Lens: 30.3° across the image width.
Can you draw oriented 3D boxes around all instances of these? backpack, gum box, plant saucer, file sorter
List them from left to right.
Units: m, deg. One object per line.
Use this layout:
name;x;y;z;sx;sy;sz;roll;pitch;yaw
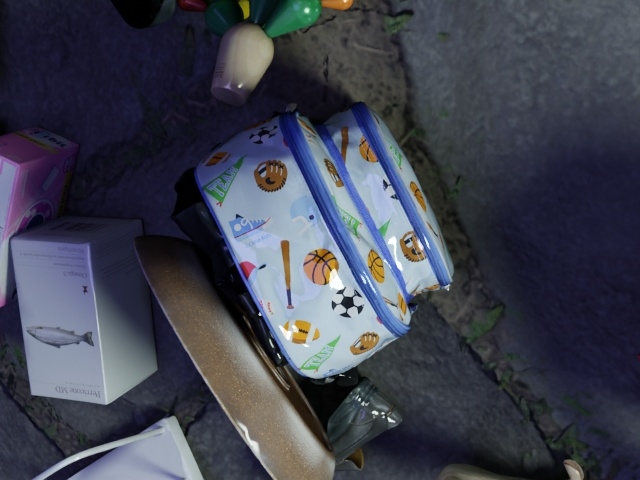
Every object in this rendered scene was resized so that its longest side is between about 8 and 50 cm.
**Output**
gum box;-0.336;-0.021;1.292;0.062;0.107;0.188;25;114;17
file sorter;-0.217;0.367;1.281;0.192;0.173;0.278;-34;74;29
plant saucer;-0.070;0.115;1.109;0.050;0.310;0.311;-34;89;-1
backpack;0.000;0.000;1.055;0.213;0.263;0.277;-33;90;13

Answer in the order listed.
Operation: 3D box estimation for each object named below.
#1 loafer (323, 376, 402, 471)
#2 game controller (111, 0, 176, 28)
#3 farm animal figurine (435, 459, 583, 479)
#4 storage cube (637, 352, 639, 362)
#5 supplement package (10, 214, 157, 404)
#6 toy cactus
loafer;0.018;0.220;1.227;0.061;0.062;0.170;38;118;5
game controller;-0.134;-0.358;1.087;0.067;0.166;0.319;11;117;-24
farm animal figurine;0.274;0.318;1.087;0.326;0.172;0.330;-29;84;17
storage cube;0.400;0.128;0.915;0.183;0.215;0.193;-22;90;49
supplement package;-0.254;0.072;1.283;0.105;0.105;0.179;3;106;24
toy cactus;-0.057;-0.214;1.082;0.218;0.112;0.181;7;68;33
